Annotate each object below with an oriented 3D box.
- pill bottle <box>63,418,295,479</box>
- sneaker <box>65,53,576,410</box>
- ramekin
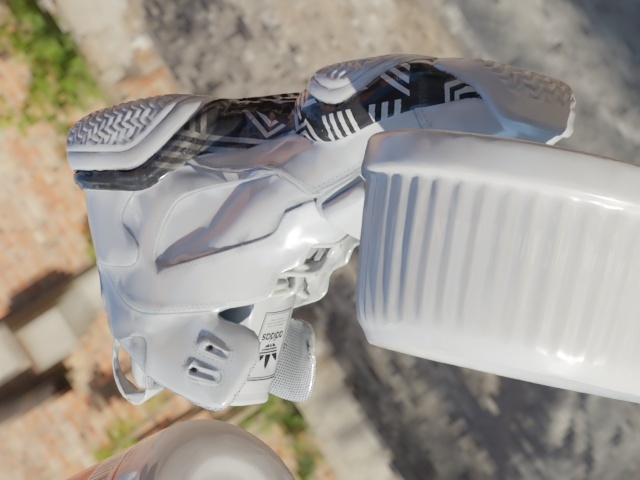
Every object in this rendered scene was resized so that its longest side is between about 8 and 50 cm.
[{"bbox_3d":[-0.215,0.345,1.812,0.408,0.229,0.229,-30,96,38],"label":"pill bottle"},{"bbox_3d":[0.000,0.000,1.191,0.137,0.366,0.210,3,-98,-62],"label":"sneaker"},{"bbox_3d":[0.116,0.018,0.953,0.207,0.109,0.207,12,176,1],"label":"ramekin"}]
